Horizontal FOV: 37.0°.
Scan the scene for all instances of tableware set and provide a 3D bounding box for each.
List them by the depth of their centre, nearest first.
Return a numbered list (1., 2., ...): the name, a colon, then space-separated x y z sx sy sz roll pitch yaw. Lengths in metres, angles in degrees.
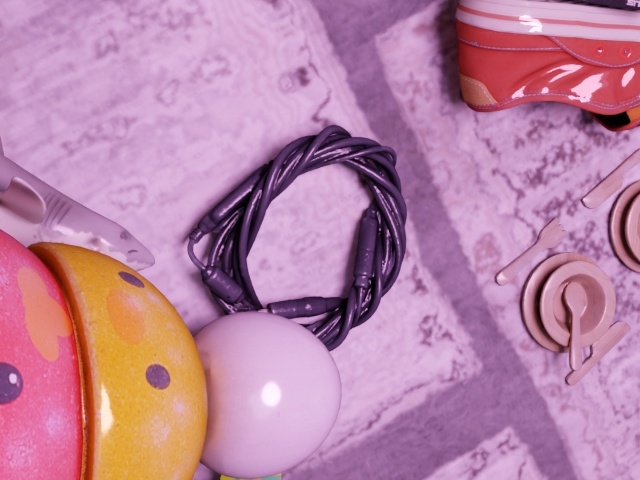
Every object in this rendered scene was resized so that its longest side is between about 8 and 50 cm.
1. tableware set: 0.258 0.021 0.826 0.194 0.039 0.128 -40 104 -12

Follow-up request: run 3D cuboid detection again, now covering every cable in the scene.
1. cable: 0.000 0.000 0.735 0.184 0.047 0.150 -42 105 -12

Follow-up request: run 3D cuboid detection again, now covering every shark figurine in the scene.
1. shark figurine: -0.228 -0.072 0.614 0.166 0.278 0.116 -7 54 10

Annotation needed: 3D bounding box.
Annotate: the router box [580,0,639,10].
1. router box: 0.197 -0.209 0.738 0.122 0.092 0.038 11 113 3

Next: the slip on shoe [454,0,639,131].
1. slip on shoe: 0.260 -0.141 0.787 0.331 0.123 0.101 1 112 -17

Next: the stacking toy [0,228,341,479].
1. stacking toy: -0.194 0.098 0.584 0.480 0.351 0.350 -1 94 -36

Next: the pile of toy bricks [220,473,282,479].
1. pile of toy bricks: -0.049 0.211 0.716 0.212 0.118 0.105 -4 66 -2
